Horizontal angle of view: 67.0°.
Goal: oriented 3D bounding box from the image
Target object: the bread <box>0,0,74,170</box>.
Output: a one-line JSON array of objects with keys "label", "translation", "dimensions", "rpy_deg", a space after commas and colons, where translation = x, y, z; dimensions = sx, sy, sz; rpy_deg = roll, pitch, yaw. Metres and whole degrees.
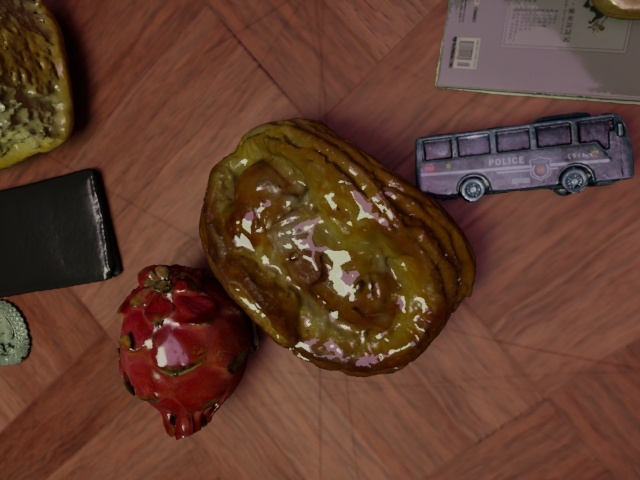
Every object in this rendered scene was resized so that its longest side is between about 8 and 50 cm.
[{"label": "bread", "translation": [-0.377, -0.156, 0.497], "dimensions": [0.245, 0.121, 0.174], "rpy_deg": [-12, 85, 20]}]

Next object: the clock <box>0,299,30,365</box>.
[{"label": "clock", "translation": [-0.386, 0.112, 0.587], "dimensions": [0.074, 0.010, 0.083], "rpy_deg": [-12, 92, 16]}]

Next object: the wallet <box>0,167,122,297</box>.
[{"label": "wallet", "translation": [-0.348, 0.000, 0.557], "dimensions": [0.244, 0.025, 0.124], "rpy_deg": [-10, 94, 16]}]

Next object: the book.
[{"label": "book", "translation": [0.195, -0.183, 0.400], "dimensions": [0.181, 0.014, 0.127], "rpy_deg": [9, 98, 14]}]

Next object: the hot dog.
[{"label": "hot dog", "translation": [0.001, 0.002, 0.420], "dimensions": [0.259, 0.114, 0.175], "rpy_deg": [37, 106, 7]}]

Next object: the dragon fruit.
[{"label": "dragon fruit", "translation": [-0.125, 0.101, 0.463], "dimensions": [0.136, 0.133, 0.166], "rpy_deg": [2, 98, 57]}]

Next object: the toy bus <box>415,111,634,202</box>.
[{"label": "toy bus", "translation": [0.164, -0.067, 0.405], "dimensions": [0.165, 0.047, 0.065], "rpy_deg": [-4, 92, 16]}]

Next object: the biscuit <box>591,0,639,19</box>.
[{"label": "biscuit", "translation": [0.324, -0.229, 0.334], "dimensions": [0.153, 0.030, 0.234], "rpy_deg": [44, 107, 4]}]
